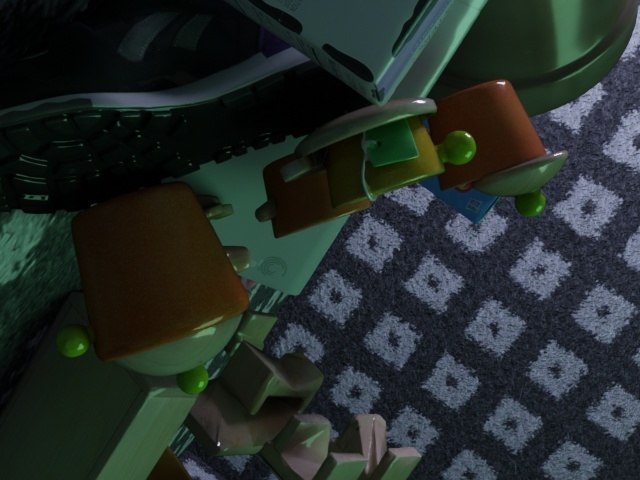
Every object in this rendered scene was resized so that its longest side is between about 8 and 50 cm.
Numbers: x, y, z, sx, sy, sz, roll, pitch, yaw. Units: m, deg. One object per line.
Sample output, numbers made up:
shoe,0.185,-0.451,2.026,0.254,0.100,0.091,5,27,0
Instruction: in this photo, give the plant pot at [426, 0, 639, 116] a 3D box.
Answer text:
plant pot,0.197,-0.337,0.853,0.323,0.323,0.280,-54,159,-9

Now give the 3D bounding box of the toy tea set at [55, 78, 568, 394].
toy tea set,0.000,0.000,0.507,0.335,0.124,0.200,-19,-179,10

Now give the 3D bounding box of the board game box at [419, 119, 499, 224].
board game box,0.137,-0.170,1.126,0.086,0.308,0.302,-55,174,18

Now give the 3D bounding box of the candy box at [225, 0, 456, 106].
candy box,-0.004,-0.189,0.378,0.165,0.196,0.070,-56,175,4

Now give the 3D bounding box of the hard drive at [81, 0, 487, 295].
hard drive,-0.036,-0.111,0.585,0.308,0.203,0.040,-58,-161,28

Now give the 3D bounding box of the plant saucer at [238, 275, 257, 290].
plant saucer,-0.056,-0.074,1.230,0.332,0.084,0.332,-54,175,-6

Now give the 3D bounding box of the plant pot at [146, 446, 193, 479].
plant pot,-0.304,0.397,1.114,0.203,0.291,0.291,-36,173,-5

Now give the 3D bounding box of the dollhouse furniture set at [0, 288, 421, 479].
dollhouse furniture set,-0.158,0.234,0.911,0.257,0.362,0.394,-57,146,9

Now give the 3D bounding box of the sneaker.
sneaker,-0.100,-0.108,0.460,0.283,0.124,0.107,-18,162,-19
